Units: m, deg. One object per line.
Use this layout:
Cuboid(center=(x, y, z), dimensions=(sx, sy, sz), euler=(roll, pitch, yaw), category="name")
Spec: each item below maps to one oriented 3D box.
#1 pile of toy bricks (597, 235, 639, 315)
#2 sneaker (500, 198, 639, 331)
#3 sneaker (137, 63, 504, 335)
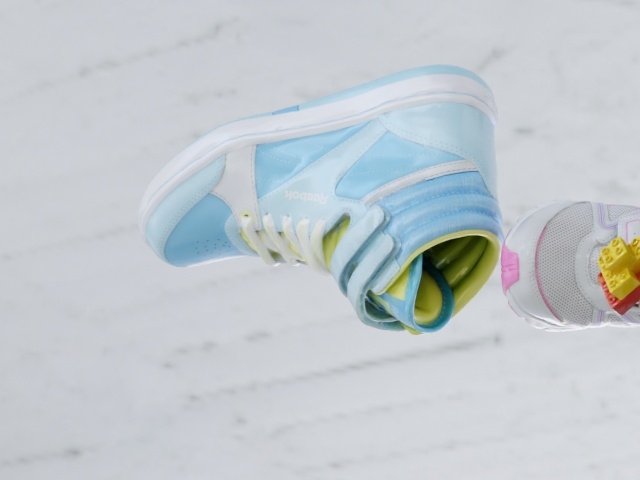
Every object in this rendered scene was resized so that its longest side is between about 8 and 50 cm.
Cuboid(center=(0.221, -0.036, 0.971), dimensions=(0.105, 0.118, 0.212), euler=(34, -66, -29), category="pile of toy bricks")
Cuboid(center=(0.250, 0.015, 1.323), dimensions=(0.252, 0.103, 0.111), euler=(-1, -3, -28), category="sneaker")
Cuboid(center=(0.000, 0.000, 1.418), dimensions=(0.319, 0.208, 0.127), euler=(-21, -35, 19), category="sneaker")
